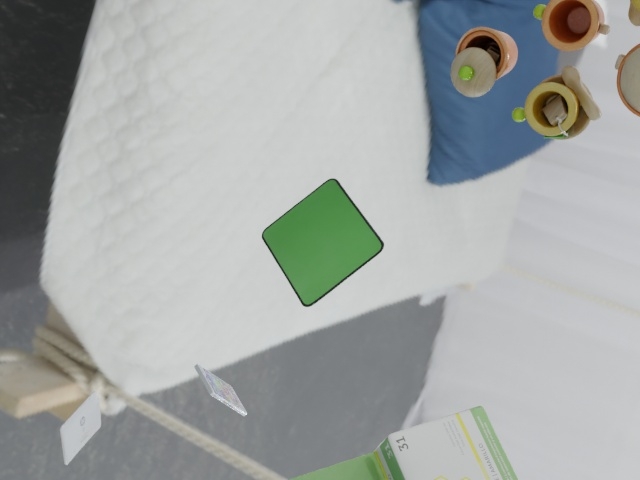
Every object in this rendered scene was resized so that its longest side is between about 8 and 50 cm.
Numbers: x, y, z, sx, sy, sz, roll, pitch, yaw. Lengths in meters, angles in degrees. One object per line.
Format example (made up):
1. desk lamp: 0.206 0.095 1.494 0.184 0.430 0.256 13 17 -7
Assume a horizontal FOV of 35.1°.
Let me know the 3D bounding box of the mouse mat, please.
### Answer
1. mouse mat: 0.000 0.000 1.542 0.152 0.190 0.007 -38 137 4

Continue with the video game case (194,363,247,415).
1. video game case: -0.202 0.304 2.058 0.011 0.087 0.122 -42 136 4

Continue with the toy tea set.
1. toy tea set: 0.315 -0.221 1.247 0.124 0.336 0.200 -20 94 -55

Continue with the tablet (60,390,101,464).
1. tablet: -0.283 0.221 1.201 0.083 0.006 0.054 -54 148 -60

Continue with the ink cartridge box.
1. ink cartridge box: 0.093 0.279 1.013 0.235 0.171 0.056 -12 154 -25
